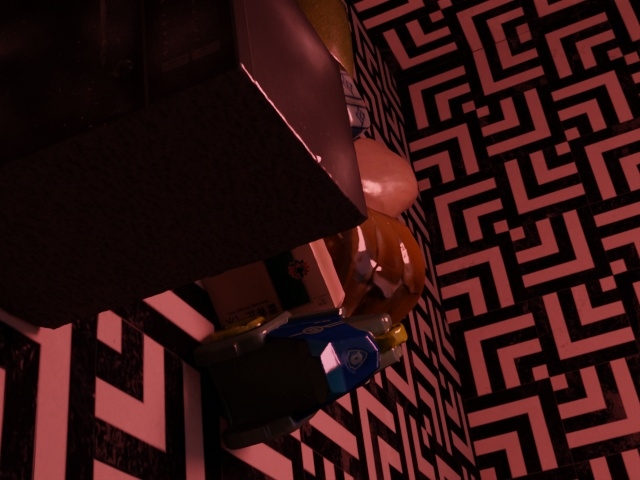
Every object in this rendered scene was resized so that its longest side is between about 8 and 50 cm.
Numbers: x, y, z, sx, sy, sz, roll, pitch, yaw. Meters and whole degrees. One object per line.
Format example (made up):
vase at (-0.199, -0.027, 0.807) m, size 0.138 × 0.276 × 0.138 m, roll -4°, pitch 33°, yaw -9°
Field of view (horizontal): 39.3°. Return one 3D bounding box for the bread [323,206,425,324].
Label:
bread at (0.081, 0.080, 1.869) m, size 0.341 × 0.210 × 0.300 m, roll 28°, pitch 86°, yaw -47°

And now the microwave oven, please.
microwave oven at (-0.212, -0.108, 0.970) m, size 0.374 × 0.432 × 0.236 m, roll 45°, pitch 31°, yaw -56°

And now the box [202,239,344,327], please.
box at (-0.087, 0.068, 1.577) m, size 0.095 × 0.212 × 0.168 m, roll -52°, pitch 121°, yaw -72°

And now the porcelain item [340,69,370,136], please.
porcelain item at (-0.051, -0.244, 1.910) m, size 0.157 × 0.282 × 0.286 m, roll 67°, pitch 15°, yaw 1°

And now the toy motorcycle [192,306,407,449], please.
toy motorcycle at (-0.028, 0.203, 1.420) m, size 0.191 × 0.327 × 0.200 m, roll 70°, pitch 18°, yaw -2°

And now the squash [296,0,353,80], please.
squash at (-0.049, -0.464, 2.204) m, size 0.384 × 0.263 × 0.263 m, roll -90°, pitch 156°, yaw -49°

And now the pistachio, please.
pistachio at (0.097, -0.121, 2.050) m, size 0.332 × 0.208 × 0.226 m, roll -12°, pitch 98°, yaw -53°
